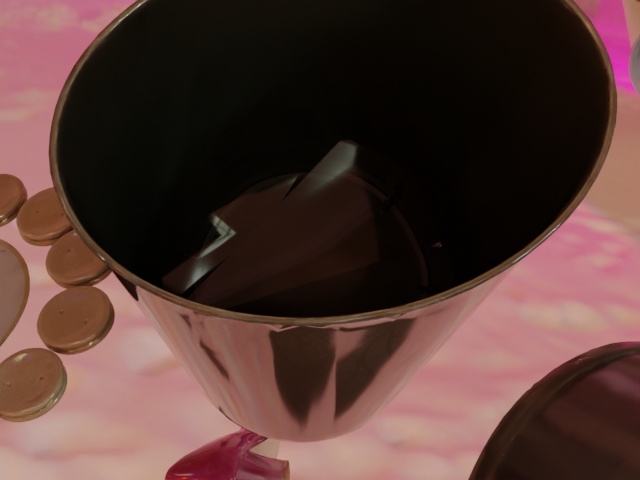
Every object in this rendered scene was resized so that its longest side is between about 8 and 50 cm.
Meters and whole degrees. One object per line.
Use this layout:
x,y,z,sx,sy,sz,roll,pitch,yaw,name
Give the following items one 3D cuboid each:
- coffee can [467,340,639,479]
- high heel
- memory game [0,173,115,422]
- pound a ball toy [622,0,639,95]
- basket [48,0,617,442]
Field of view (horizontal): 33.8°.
0.216,0.176,0.452,0.201,0.202,0.275,-3,12,-28,coffee can
-0.100,0.224,1.092,0.117,0.082,0.244,10,6,-7,high heel
-0.186,0.036,0.514,0.186,0.012,0.186,-7,48,8,memory game
0.237,-0.204,0.591,0.135,0.208,0.319,2,64,-7,pound a ball toy
0.000,0.000,0.467,0.204,0.227,0.154,-18,68,-12,basket
